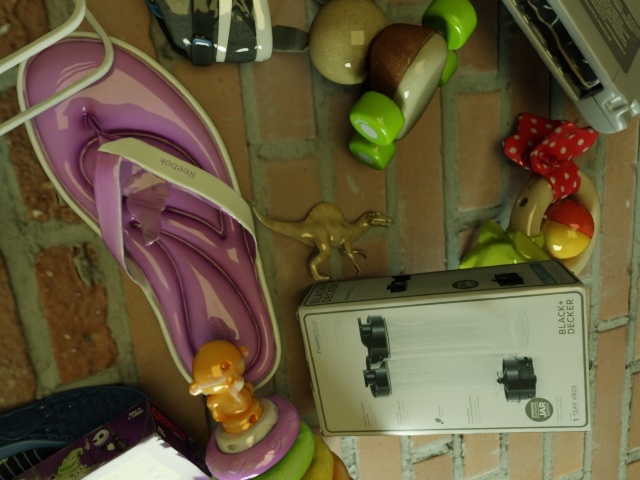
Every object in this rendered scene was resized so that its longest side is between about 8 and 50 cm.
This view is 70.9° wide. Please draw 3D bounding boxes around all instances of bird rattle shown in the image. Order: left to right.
[{"bbox_3d":[0.306,-0.036,0.613,0.206,0.143,0.254,25,79,-32],"label":"bird rattle"}]

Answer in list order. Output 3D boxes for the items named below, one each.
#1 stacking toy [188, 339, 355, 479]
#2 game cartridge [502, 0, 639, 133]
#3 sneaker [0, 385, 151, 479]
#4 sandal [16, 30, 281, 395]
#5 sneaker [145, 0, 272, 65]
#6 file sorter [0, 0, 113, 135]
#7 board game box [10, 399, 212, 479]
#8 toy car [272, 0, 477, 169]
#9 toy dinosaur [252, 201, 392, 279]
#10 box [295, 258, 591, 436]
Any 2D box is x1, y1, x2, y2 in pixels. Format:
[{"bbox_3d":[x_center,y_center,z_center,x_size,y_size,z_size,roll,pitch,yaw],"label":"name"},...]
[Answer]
[{"bbox_3d":[-0.059,0.233,0.475,0.175,0.165,0.302,-33,109,-31],"label":"stacking toy"},{"bbox_3d":[0.302,-0.294,0.533,0.294,0.060,0.196,47,65,-13],"label":"game cartridge"},{"bbox_3d":[-0.292,0.226,0.470,0.232,0.081,0.091,-10,117,-17],"label":"sneaker"},{"bbox_3d":[-0.142,-0.012,0.454,0.169,0.102,0.417,-30,108,-11],"label":"sandal"},{"bbox_3d":[-0.120,-0.280,0.424,0.121,0.079,0.217,-13,105,-16],"label":"sneaker"},{"bbox_3d":[-0.275,-0.200,0.262,0.173,0.277,0.193,-38,89,-12],"label":"file sorter"},{"bbox_3d":[-0.281,0.314,0.455,0.346,0.056,0.208,-29,131,-12],"label":"board game box"},{"bbox_3d":[0.038,-0.201,0.488,0.188,0.149,0.155,36,84,8],"label":"toy car"},{"bbox_3d":[0.000,0.000,0.539,0.183,0.053,0.093,-2,88,-28],"label":"toy dinosaur"},{"bbox_3d":[0.132,0.123,0.511,0.289,0.087,0.169,-8,104,13],"label":"box"}]
